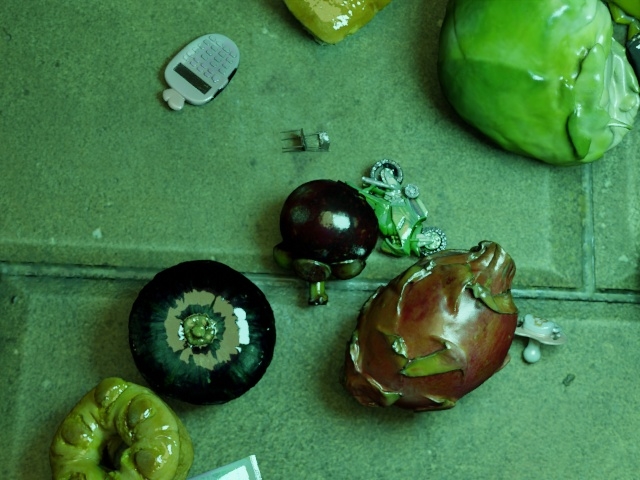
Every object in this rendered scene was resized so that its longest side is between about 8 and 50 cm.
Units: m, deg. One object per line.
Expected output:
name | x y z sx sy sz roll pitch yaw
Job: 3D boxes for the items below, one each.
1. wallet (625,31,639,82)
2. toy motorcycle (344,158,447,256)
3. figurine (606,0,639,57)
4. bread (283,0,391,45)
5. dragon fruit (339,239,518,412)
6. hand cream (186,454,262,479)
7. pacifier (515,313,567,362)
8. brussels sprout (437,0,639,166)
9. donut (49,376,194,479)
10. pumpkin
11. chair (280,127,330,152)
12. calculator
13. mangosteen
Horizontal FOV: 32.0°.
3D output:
wallet | 0.618 -0.261 1.873 0.149 0.044 0.250 -24 111 8
toy motorcycle | 0.126 -0.042 1.855 0.106 0.074 0.190 -32 78 -2
figurine | 0.593 -0.414 1.925 0.327 0.169 0.218 45 72 6
bread | 0.045 -0.451 1.934 0.245 0.121 0.174 -40 79 -14
dragon fruit | 0.179 0.139 1.721 0.250 0.250 0.315 38 74 7
hand cream | -0.175 0.391 1.731 0.174 0.047 0.076 -13 73 -15
pacifier | 0.352 0.162 1.815 0.099 0.081 0.078 17 107 26
brussels sprout | 0.356 -0.301 1.825 0.371 0.314 0.276 55 46 -23
donut | -0.300 0.323 1.673 0.226 0.114 0.227 -8 66 20
pumpkin | -0.182 0.144 1.735 0.233 0.163 0.233 0 76 -1
chair | -0.025 -0.170 1.892 0.086 0.042 0.037 -6 79 -4
calculator | -0.209 -0.290 1.925 0.103 0.024 0.166 39 74 7
mangosteen | 0.002 -0.011 1.792 0.184 0.172 0.172 -42 80 9
